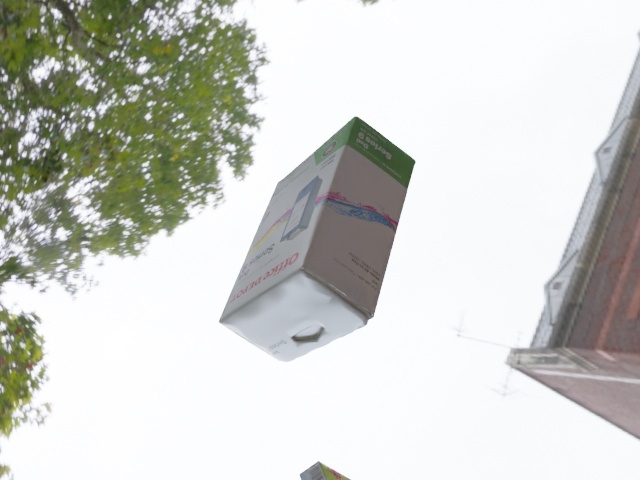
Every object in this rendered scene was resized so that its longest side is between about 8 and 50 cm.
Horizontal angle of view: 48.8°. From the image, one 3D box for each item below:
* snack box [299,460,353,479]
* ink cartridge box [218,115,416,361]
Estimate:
[{"bbox_3d":[0.034,0.357,0.884,0.037,0.141,0.100,-38,-48,10],"label":"snack box"},{"bbox_3d":[0.000,0.000,0.723,0.093,0.154,0.213,34,-130,-20],"label":"ink cartridge box"}]
